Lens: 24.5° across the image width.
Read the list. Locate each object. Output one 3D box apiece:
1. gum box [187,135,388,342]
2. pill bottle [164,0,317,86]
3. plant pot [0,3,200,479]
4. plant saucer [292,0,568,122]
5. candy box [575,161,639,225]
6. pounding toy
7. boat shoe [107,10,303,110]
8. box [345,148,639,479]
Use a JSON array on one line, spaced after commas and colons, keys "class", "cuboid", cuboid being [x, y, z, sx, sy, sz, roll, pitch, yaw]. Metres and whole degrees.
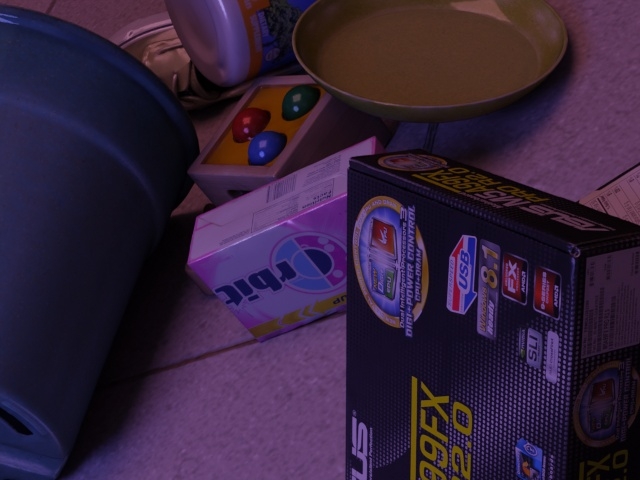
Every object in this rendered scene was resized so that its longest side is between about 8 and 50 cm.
[{"class": "gum box", "cuboid": [0.000, 0.000, 1.208, 0.188, 0.107, 0.062, -23, 36, 24]}, {"class": "pill bottle", "cuboid": [-0.007, -0.267, 1.447, 0.272, 0.152, 0.152, -27, 28, -20]}, {"class": "plant pot", "cuboid": [-0.309, 0.024, 1.310, 0.341, 0.341, 0.334, -15, 48, 33]}, {"class": "plant saucer", "cuboid": [0.096, -0.168, 1.301, 0.241, 0.037, 0.241, -2, 38, 1]}, {"class": "candy box", "cuboid": [0.264, 0.005, 0.895, 0.233, 0.159, 0.071, -33, 32, 11]}, {"class": "pounding toy", "cuboid": [-0.070, -0.055, 1.356, 0.181, 0.094, 0.206, 5, 53, 47]}, {"class": "boat shoe", "cuboid": [-0.136, -0.191, 1.576, 0.302, 0.109, 0.094, -22, 38, 20]}, {"class": "box", "cuboid": [0.095, 0.099, 0.872, 0.060, 0.270, 0.216, -10, 21, -31]}]
